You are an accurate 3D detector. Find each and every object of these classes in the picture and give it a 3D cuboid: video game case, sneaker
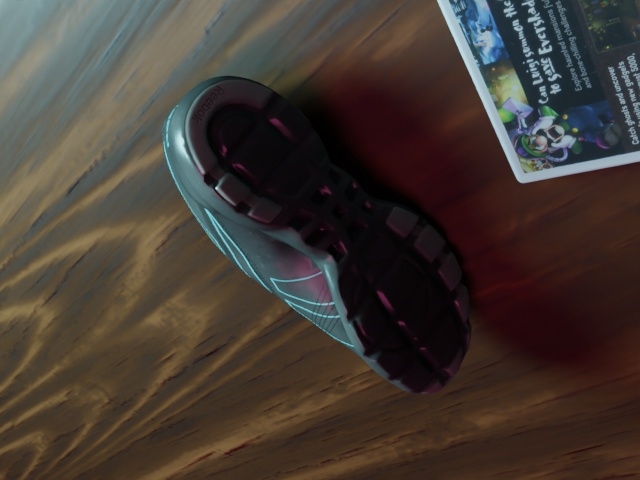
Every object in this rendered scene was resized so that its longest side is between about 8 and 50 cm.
[{"bbox_3d":[0.143,-0.120,0.367,0.173,0.022,0.190,-10,126,35],"label":"video game case"},{"bbox_3d":[0.000,0.000,0.528,0.267,0.101,0.106,48,157,-20],"label":"sneaker"}]
